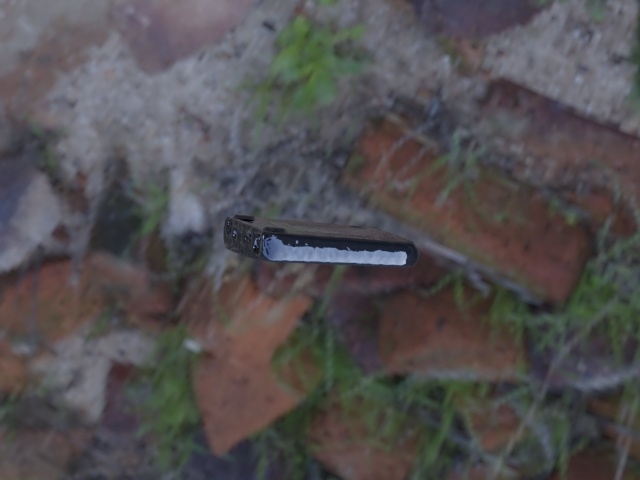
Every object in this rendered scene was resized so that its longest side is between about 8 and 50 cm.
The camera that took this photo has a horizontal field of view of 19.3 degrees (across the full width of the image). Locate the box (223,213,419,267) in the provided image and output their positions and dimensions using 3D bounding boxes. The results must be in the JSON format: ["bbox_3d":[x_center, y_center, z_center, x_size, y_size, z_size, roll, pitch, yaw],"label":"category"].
[{"bbox_3d":[0.000,0.000,1.383,0.125,0.126,0.027,3,94,-18],"label":"box"}]
